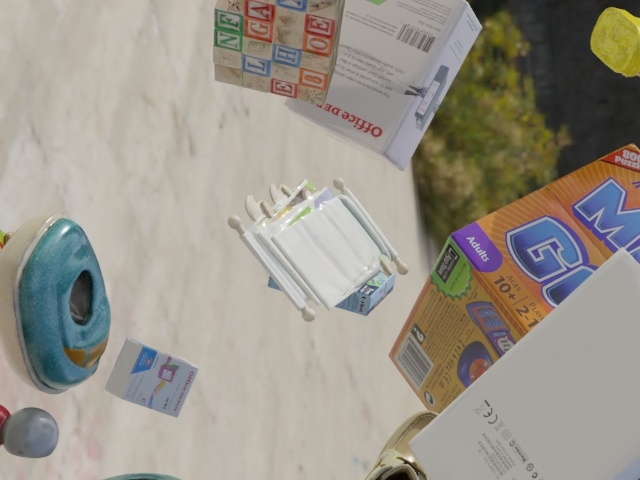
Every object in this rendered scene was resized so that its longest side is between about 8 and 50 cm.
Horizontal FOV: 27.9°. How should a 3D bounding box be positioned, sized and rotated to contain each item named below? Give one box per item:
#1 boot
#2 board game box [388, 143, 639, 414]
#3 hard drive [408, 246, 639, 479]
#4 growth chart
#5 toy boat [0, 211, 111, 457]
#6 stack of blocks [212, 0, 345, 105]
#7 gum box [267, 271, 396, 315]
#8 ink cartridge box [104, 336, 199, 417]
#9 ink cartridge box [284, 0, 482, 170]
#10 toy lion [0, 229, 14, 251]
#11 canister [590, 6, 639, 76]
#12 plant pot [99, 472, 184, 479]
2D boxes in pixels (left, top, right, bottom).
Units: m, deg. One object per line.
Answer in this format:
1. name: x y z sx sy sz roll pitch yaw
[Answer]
1. boot: 0.086 0.254 1.349 0.213 0.077 0.165 -56 171 -23
2. board game box: 0.376 0.150 1.883 0.356 0.356 0.356 54 -28 21
3. hard drive: 0.247 0.173 1.291 0.040 0.307 0.203 39 11 -40
4. growth chart: 0.000 0.000 1.533 0.237 0.021 0.172 -26 80 -52
5. toy boat: -0.350 0.139 1.642 0.267 0.148 0.318 82 23 -46
6. stack of blocks: -0.056 -0.321 1.798 0.297 0.171 0.087 100 4 -62
7. gum box: 0.022 0.068 2.255 0.157 0.184 0.041 -35 139 -66
8. ink cartridge box: -0.259 0.213 1.995 0.122 0.052 0.089 28 84 -45
9. ink cartridge box: 0.100 -0.277 2.053 0.273 0.198 0.115 -61 157 -2
10. toy lion: -0.456 0.011 1.792 0.100 0.034 0.096 71 13 -45
11. canister: 0.491 -0.268 1.851 0.126 0.169 0.073 -115 -139 -57
12. plant pot: -0.241 0.524 1.760 0.341 0.341 0.334 -76 159 -59
